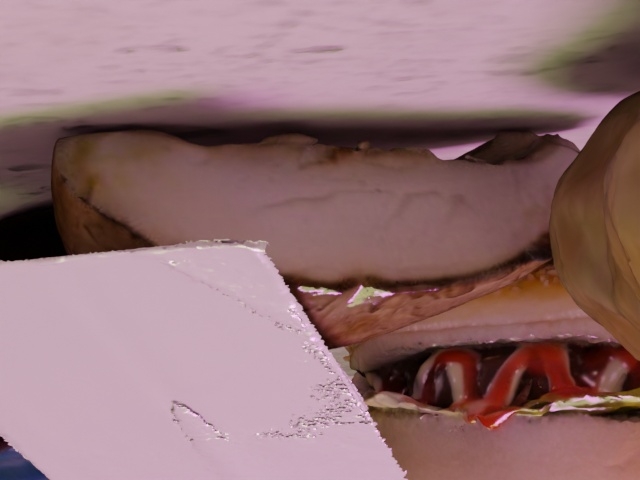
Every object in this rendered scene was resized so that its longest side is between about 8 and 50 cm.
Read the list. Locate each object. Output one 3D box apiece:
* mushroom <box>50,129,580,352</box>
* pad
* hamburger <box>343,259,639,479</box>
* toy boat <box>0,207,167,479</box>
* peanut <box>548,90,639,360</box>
[{"bbox_3d":[0.001,0.002,0.598,0.210,0.072,0.094,0,158,-25],"label":"mushroom"},{"bbox_3d":[-0.061,0.062,0.619,0.156,0.004,0.232,-5,149,15],"label":"pad"},{"bbox_3d":[0.160,0.093,1.094,0.302,0.170,0.302,-4,177,0],"label":"hamburger"},{"bbox_3d":[-0.103,0.057,0.756,0.142,0.129,0.309,17,158,-35],"label":"toy boat"},{"bbox_3d":[0.142,-0.007,0.427,0.149,0.149,0.313,-5,177,0],"label":"peanut"}]
